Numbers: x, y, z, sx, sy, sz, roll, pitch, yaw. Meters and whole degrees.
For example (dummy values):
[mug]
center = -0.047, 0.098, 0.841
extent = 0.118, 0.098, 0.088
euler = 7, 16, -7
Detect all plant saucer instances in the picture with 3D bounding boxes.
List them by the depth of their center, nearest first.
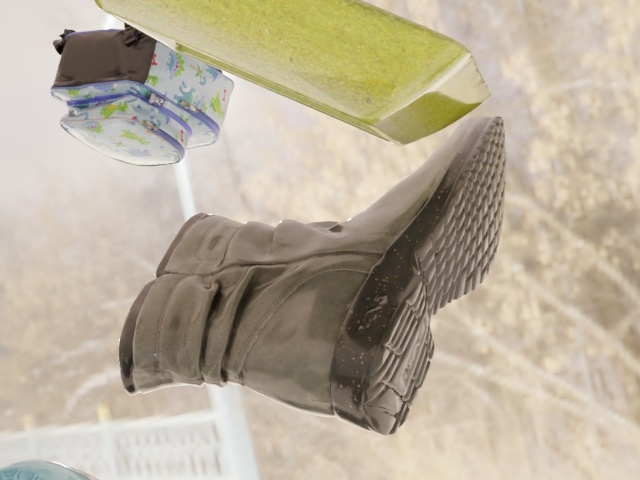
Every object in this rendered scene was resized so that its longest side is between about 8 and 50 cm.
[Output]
[plant saucer]
center = -0.020, -0.093, 0.727
extent = 0.188, 0.045, 0.188
euler = 24, 3, 9

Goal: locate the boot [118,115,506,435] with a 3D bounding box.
[boot]
center = 0.000, 0.000, 0.854
extent = 0.161, 0.083, 0.246
euler = 10, 39, 23

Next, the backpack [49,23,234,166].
[backpack]
center = -0.127, -0.100, 1.135
extent = 0.105, 0.084, 0.114
euler = -2, -19, 42

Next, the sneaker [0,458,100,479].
[sneaker]
center = -0.115, 0.263, 0.645
extent = 0.208, 0.319, 0.127
euler = 32, 0, -42
